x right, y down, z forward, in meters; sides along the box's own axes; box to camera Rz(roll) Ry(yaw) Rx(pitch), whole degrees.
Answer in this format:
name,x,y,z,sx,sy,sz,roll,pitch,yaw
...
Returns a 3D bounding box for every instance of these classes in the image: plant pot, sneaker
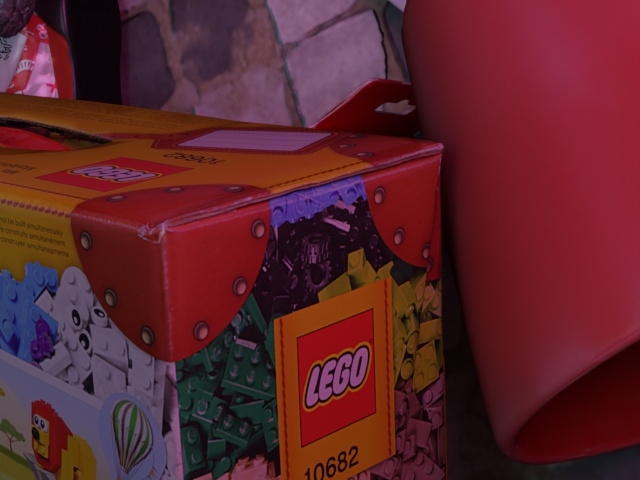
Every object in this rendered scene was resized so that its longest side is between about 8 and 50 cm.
name,x,y,z,sx,sy,sz,roll,pitch,yaw
plant pot,0.172,-0.047,0.719,0.275,0.275,0.243,-34,65,27
sneaker,-0.225,-0.070,1.047,0.145,0.090,0.270,-4,85,32

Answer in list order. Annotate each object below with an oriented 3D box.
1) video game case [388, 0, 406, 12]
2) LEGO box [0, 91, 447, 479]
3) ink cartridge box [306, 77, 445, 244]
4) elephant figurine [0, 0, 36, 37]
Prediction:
name,x,y,z,sx,sy,sz,roll,pitch,yaw
video game case,0.078,-0.259,0.898,0.285,0.025,0.204,42,110,24
LEGO box,-0.173,0.115,0.808,0.500,0.193,0.372,10,109,42
ink cartridge box,0.000,0.000,0.881,0.231,0.134,0.078,-41,72,26
elephant figurine,-0.143,-0.265,0.917,0.169,0.186,0.239,14,68,22
